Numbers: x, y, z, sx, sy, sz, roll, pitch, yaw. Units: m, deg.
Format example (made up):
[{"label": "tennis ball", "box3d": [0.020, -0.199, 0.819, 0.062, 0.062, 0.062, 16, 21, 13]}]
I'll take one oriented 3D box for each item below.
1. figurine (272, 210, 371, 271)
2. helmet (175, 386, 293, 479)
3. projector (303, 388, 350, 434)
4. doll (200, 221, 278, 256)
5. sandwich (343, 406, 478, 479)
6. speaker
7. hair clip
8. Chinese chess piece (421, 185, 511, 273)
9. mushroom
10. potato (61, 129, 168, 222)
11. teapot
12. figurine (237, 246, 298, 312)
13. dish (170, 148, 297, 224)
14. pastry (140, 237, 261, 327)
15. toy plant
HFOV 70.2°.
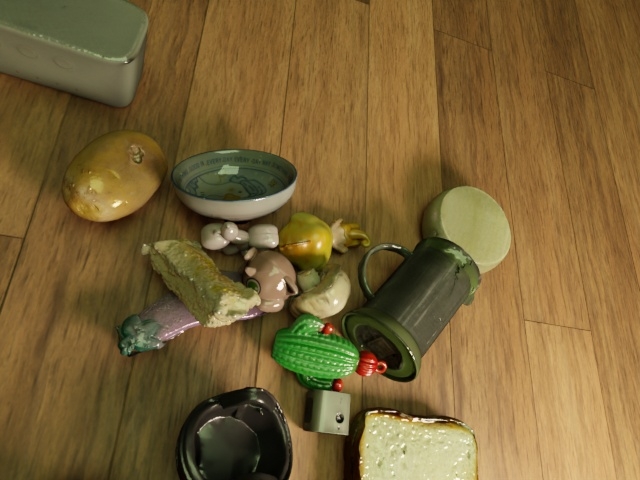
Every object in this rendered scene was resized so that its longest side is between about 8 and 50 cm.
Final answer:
[{"label": "figurine", "box3d": [0.000, 0.000, 1.085, 0.246, 0.131, 0.156, -13, 90, -37]}, {"label": "helmet", "box3d": [-0.153, 0.378, 0.823, 0.216, 0.193, 0.189, 13, 49, -26]}, {"label": "projector", "box3d": [0.014, 0.362, 0.959, 0.083, 0.083, 0.082, 13, 66, -16]}, {"label": "doll", "box3d": [-0.178, -0.003, 0.984, 0.160, 0.161, 0.059, 2, 71, -24]}, {"label": "sandwich", "box3d": [0.192, 0.506, 0.967, 0.301, 0.099, 0.271, 13, 61, -13]}, {"label": "speaker", "box3d": [-0.592, -0.447, 0.981, 0.406, 0.184, 0.183, 15, 64, -16]}, {"label": "hair clip", "box3d": [-0.247, 0.142, 0.954, 0.358, 0.110, 0.096, -22, 119, -31]}, {"label": "Chinese chess piece", "box3d": [0.401, -0.027, 1.258, 0.250, 0.101, 0.250, 8, 67, -19]}, {"label": "mushroom", "box3d": [-0.007, 0.113, 1.009, 0.154, 0.154, 0.122, -45, 102, -29]}, {"label": "potato", "box3d": [-0.429, -0.139, 0.952, 0.234, 0.146, 0.150, -59, 142, -41]}, {"label": "teapot", "box3d": [0.208, 0.121, 1.073, 0.270, 0.200, 0.337, 47, 59, 4]}, {"label": "figurine", "box3d": [-0.111, 0.083, 0.959, 0.138, 0.125, 0.125, 46, 61, 4]}, {"label": "dish", "box3d": [-0.189, -0.097, 1.031, 0.273, 0.134, 0.273, 2, 32, -1]}, {"label": "pastry", "box3d": [-0.235, 0.082, 0.912, 0.258, 0.089, 0.121, 38, 39, 23]}, {"label": "toy plant", "box3d": [0.008, 0.256, 0.976, 0.240, 0.088, 0.155, 37, 105, -14]}]
